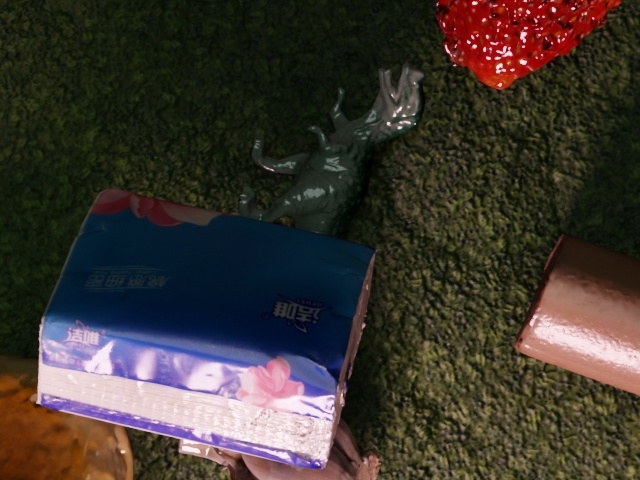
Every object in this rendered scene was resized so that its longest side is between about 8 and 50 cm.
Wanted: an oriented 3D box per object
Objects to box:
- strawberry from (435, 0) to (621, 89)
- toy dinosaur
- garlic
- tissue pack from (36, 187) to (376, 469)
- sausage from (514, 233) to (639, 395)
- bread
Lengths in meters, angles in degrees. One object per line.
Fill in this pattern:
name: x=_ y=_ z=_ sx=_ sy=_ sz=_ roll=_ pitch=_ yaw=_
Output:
strawberry: x=0.187 y=-0.243 z=1.779 sx=0.184 sy=0.187 sz=0.201 roll=29 pitch=100 yaw=43
toy dinosaur: x=-0.042 y=-0.025 z=1.813 sx=0.129 sy=0.076 sz=0.383 roll=34 pitch=96 yaw=10
garlic: x=-0.047 y=0.200 z=1.746 sx=0.194 sy=0.127 sz=0.131 roll=22 pitch=86 yaw=24
tissue pack: x=-0.097 y=0.072 z=1.675 sx=0.269 sy=0.137 sz=0.209 roll=13 pitch=44 yaw=5
sausage: x=0.315 y=0.088 z=1.729 sx=0.252 sy=0.123 sz=0.123 roll=20 pitch=82 yaw=7
bread: x=-0.279 y=0.226 z=1.737 sx=0.244 sy=0.134 sz=0.244 roll=-5 pitch=68 yaw=13
